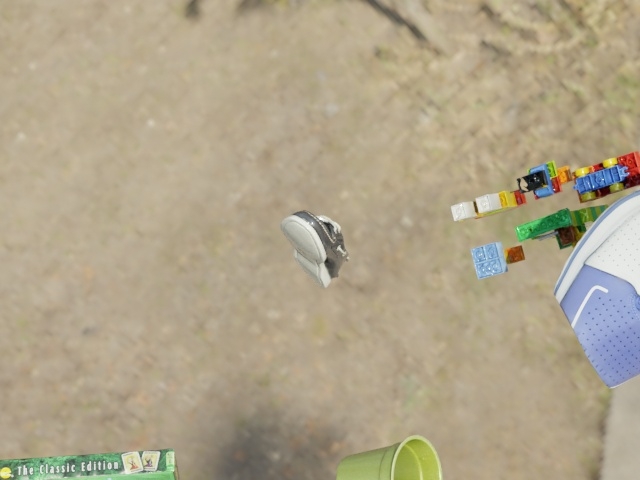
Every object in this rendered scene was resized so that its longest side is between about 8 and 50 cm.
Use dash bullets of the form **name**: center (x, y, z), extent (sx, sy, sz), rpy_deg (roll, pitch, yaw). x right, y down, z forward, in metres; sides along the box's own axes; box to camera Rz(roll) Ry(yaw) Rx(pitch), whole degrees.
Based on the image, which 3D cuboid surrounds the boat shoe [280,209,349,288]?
- **boat shoe**: center (0.000, 0.000, 1.333), extent (0.046, 0.125, 0.038), rpy_deg (39, 78, 22)

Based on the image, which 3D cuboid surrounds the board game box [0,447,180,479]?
- **board game box**: center (-0.268, 0.250, 1.646), extent (0.260, 0.136, 0.030), rpy_deg (-3, 58, -2)

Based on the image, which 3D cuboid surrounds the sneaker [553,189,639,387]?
- **sneaker**: center (0.344, 0.009, 1.335), extent (0.315, 0.127, 0.182), rpy_deg (-38, 23, 6)

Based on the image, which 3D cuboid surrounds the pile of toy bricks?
- **pile of toy bricks**: center (0.245, -0.019, 1.630), extent (0.212, 0.105, 0.118), rpy_deg (-18, 84, 39)

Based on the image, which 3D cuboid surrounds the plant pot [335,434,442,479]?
- **plant pot**: center (0.059, 0.225, 1.561), extent (0.079, 0.083, 0.083), rpy_deg (-8, 53, 38)
